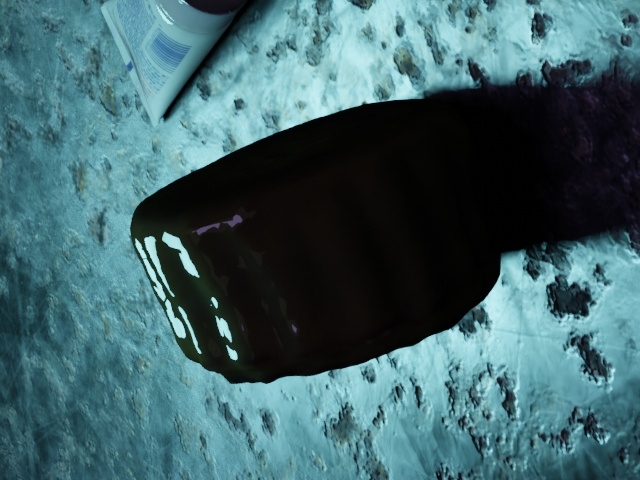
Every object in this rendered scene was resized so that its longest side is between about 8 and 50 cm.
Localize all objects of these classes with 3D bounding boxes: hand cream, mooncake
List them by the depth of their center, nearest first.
[{"bbox_3d":[0.000,0.000,1.595,0.290,0.290,0.161,-4,109,51],"label":"mooncake"},{"bbox_3d":[-0.141,-0.201,1.865,0.248,0.083,0.133,-31,80,63],"label":"hand cream"}]
